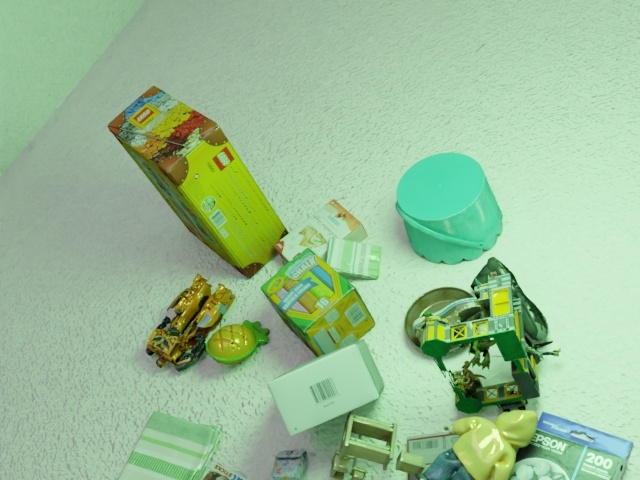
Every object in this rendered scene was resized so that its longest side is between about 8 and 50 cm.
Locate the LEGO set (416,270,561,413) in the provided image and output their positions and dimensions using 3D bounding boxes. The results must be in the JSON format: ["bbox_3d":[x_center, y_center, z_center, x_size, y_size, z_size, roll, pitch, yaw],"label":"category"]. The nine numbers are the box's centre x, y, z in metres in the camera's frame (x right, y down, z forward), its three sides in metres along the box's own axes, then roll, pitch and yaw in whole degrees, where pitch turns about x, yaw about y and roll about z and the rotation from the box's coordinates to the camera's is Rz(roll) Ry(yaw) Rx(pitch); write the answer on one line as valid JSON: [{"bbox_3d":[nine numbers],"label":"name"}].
[{"bbox_3d":[0.365,0.220,1.745,0.255,0.331,0.192,-22,36,27],"label":"LEGO set"}]

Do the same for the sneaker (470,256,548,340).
[{"bbox_3d":[0.462,0.159,1.912,0.106,0.101,0.267,-42,40,14],"label":"sneaker"}]

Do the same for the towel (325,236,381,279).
[{"bbox_3d":[0.093,0.047,2.182,0.152,0.023,0.113,10,57,-2],"label":"towel"}]

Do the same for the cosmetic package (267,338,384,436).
[{"bbox_3d":[0.019,0.341,1.849,0.224,0.225,0.138,-25,82,5],"label":"cosmetic package"}]

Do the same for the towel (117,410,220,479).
[{"bbox_3d":[-0.415,0.604,1.995,0.248,0.038,0.324,5,55,31],"label":"towel"}]

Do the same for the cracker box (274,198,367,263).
[{"bbox_3d":[0.000,0.000,2.289,0.232,0.067,0.156,-39,45,-8],"label":"cracker box"}]

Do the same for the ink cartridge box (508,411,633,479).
[{"bbox_3d":[0.517,0.468,1.630,0.206,0.045,0.208,13,58,36],"label":"ink cartridge box"}]

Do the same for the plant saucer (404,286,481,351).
[{"bbox_3d":[0.311,0.206,1.971,0.199,0.036,0.198,-14,48,16],"label":"plant saucer"}]

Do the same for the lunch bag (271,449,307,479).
[{"bbox_3d":[-0.074,0.538,1.867,0.071,0.053,0.083,-6,41,21],"label":"lunch bag"}]

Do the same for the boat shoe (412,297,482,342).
[{"bbox_3d":[0.319,0.202,1.906,0.183,0.066,0.066,-27,48,17],"label":"boat shoe"}]

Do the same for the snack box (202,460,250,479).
[{"bbox_3d":[-0.208,0.602,1.900,0.178,0.022,0.064,17,60,37],"label":"snack box"}]

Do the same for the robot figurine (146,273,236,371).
[{"bbox_3d":[-0.389,0.241,2.265,0.211,0.085,0.291,18,61,38],"label":"robot figurine"}]

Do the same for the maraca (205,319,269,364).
[{"bbox_3d":[-0.227,0.276,2.148,0.186,0.099,0.127,-27,47,-33],"label":"maraca"}]

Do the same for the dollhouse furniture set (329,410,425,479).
[{"bbox_3d":[0.131,0.486,1.779,0.182,0.160,0.101,17,45,-2],"label":"dollhouse furniture set"}]

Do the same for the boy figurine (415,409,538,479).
[{"bbox_3d":[0.336,0.448,1.655,0.285,0.092,0.177,-39,55,-5],"label":"boy figurine"}]

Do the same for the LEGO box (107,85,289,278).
[{"bbox_3d":[-0.349,-0.166,2.309,0.193,0.500,0.372,-44,47,-12],"label":"LEGO box"}]

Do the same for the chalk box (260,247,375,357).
[{"bbox_3d":[-0.026,0.159,2.087,0.179,0.180,0.289,-41,44,-11],"label":"chalk box"}]

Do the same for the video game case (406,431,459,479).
[{"bbox_3d":[0.290,0.548,1.690,0.204,0.025,0.285,-12,47,18],"label":"video game case"}]

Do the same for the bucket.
[{"bbox_3d":[0.342,-0.090,2.110,0.281,0.183,0.281,-14,47,16],"label":"bucket"}]
